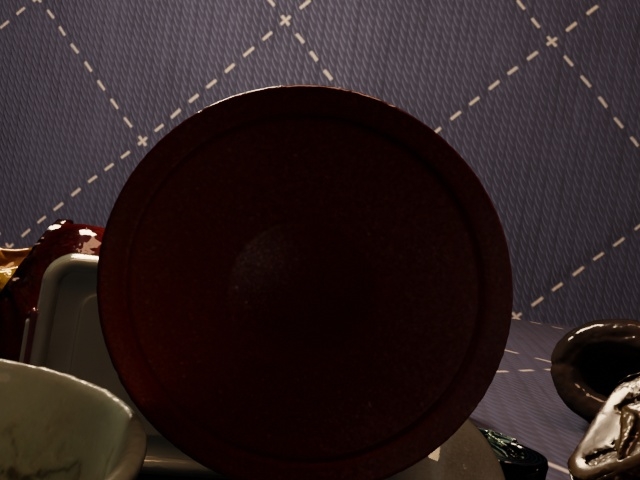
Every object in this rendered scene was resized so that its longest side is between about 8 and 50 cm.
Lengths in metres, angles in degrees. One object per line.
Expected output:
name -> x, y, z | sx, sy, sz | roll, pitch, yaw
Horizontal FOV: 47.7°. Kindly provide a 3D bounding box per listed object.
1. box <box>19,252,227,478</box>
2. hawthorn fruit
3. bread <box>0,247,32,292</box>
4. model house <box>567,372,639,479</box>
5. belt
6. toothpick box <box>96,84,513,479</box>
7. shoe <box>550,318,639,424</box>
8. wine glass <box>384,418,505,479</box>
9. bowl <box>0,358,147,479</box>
box -> -0.142, 0.124, 0.737 | 0.294, 0.193, 0.167 | 9, -5, -15
hawthorn fruit -> -0.285, 0.096, 0.931 | 0.249, 0.215, 0.215 | 34, -16, -37
bread -> -0.412, 0.093, 1.075 | 0.380, 0.185, 0.109 | 0, 51, -49
model house -> 0.375, 0.203, 0.712 | 0.164, 0.141, 0.203 | 42, -50, -16
belt -> 0.169, 0.226, 0.732 | 0.105, 0.058, 0.140 | 10, -1, -20
toothpick box -> 0.000, 0.000, 0.503 | 0.204, 0.204, 0.333 | 7, 11, 1
shoe -> 0.532, 0.207, 1.029 | 0.384, 0.171, 0.237 | 6, -6, 35
wine glass -> 0.069, 0.180, 0.457 | 0.143, 0.143, 0.321 | 7, -1, 1
bowl -> -0.223, 0.142, 0.290 | 0.289, 0.146, 0.289 | 7, 3, 0
